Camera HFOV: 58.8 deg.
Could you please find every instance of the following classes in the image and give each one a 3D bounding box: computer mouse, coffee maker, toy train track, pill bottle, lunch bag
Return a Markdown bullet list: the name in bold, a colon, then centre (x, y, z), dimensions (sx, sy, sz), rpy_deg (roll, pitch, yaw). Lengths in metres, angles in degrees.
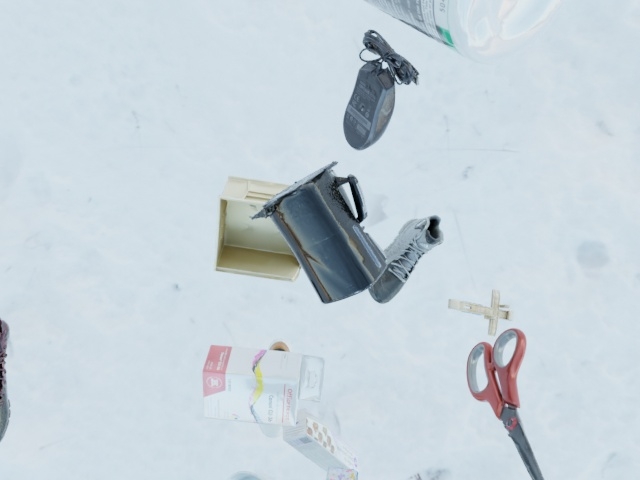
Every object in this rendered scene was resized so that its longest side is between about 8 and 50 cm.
- **computer mouse**: centre (0.136, -0.332, 1.334), dimensions (0.072, 0.188, 0.272), rpy_deg (-14, 142, -34)
- **coffee maker**: centre (0.000, 0.000, 0.827), dimensions (0.171, 0.120, 0.178), rpy_deg (-36, 100, -29)
- **toy train track**: centre (0.166, 0.071, 0.575), dimensions (0.083, 0.014, 0.048), rpy_deg (13, 79, -24)
- **pill bottle**: centre (0.155, -0.410, 0.803), dimensions (0.204, 0.361, 0.204), rpy_deg (-23, 137, -23)
- **lunch bag**: centre (0.047, 0.550, 1.263), dimensions (0.071, 0.053, 0.083), rpy_deg (1, 66, 11)

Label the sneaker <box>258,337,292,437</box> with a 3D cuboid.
- **sneaker**: centre (-0.139, 0.434, 1.645), dimensions (0.106, 0.123, 0.290), rpy_deg (4, 87, 0)

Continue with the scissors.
- **scissors**: centre (0.237, 0.229, 0.728), dimensions (0.021, 0.297, 0.109), rpy_deg (35, 124, -16)

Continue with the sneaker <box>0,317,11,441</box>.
- **sneaker**: centre (-0.690, 0.270, 1.163), dimensions (0.106, 0.281, 0.162), rpy_deg (1, 145, -36)

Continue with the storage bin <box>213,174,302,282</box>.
- **storage bin**: centre (-0.161, -0.029, 1.629), dimensions (0.260, 0.123, 0.262), rpy_deg (9, 126, -3)

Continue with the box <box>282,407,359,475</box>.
- **box**: centre (0.006, 0.501, 1.379), dimensions (0.067, 0.063, 0.324), rpy_deg (-19, 137, 16)

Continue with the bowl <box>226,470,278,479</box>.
- **bowl**: centre (-0.162, 0.820, 1.682), dimensions (0.134, 0.298, 0.298), rpy_deg (3, 101, -49)

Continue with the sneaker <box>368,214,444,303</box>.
- **sneaker**: centre (0.189, 0.029, 1.210), dimensions (0.086, 0.132, 0.229), rpy_deg (37, 67, -11)

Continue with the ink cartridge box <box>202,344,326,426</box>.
- **ink cartridge box**: centre (-0.094, 0.248, 0.960), dimensions (0.198, 0.067, 0.115), rpy_deg (5, 122, 0)
